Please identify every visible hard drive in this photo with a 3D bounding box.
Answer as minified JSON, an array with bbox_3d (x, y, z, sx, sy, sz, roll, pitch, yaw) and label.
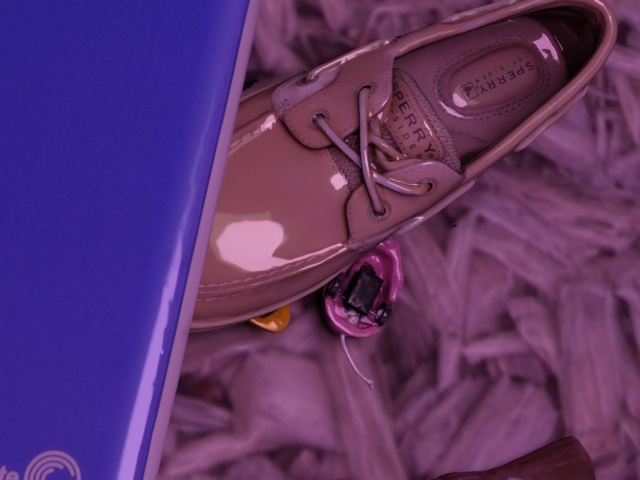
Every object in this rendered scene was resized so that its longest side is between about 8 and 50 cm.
[{"bbox_3d":[-0.155,-0.028,0.734,0.210,0.040,0.318,8,72,11],"label":"hard drive"}]

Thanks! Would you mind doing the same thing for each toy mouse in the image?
[{"bbox_3d":[0.000,0.000,0.844,0.143,0.031,0.161,-40,94,-24],"label":"toy mouse"}]

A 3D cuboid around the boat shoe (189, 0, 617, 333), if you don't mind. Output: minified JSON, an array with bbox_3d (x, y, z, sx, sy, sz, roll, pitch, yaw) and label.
[{"bbox_3d":[0.028,-0.053,0.794,0.302,0.098,0.109,-28,89,-24],"label":"boat shoe"}]

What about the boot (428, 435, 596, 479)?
[{"bbox_3d":[0.117,0.171,0.851,0.114,0.037,0.106,-9,83,-28],"label":"boot"}]
